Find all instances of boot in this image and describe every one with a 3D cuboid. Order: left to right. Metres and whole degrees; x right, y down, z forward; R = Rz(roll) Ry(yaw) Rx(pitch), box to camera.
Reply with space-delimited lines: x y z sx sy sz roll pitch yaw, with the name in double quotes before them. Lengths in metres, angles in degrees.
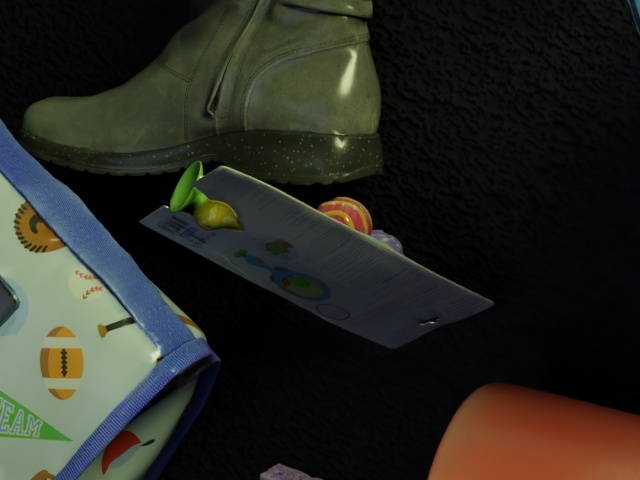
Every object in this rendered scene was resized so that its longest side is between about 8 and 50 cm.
"boot" -0.092 -0.162 1.280 0.338 0.118 0.222 3 99 26

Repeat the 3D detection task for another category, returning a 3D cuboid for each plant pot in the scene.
"plant pot" 0.215 0.239 1.091 0.243 0.275 0.274 2 105 25

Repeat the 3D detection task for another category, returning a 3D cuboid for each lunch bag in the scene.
"lunch bag" -0.276 0.092 1.352 0.328 0.239 0.385 47 136 11

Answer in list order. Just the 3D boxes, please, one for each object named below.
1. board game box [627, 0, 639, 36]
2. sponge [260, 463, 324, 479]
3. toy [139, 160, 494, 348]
"board game box" 0.353 -0.179 0.834 0.308 0.302 0.086 -15 95 37
"sponge" 0.039 0.273 1.347 0.210 0.031 0.117 17 113 30
"toy" 0.000 0.000 1.209 0.137 0.237 0.056 -29 43 54
